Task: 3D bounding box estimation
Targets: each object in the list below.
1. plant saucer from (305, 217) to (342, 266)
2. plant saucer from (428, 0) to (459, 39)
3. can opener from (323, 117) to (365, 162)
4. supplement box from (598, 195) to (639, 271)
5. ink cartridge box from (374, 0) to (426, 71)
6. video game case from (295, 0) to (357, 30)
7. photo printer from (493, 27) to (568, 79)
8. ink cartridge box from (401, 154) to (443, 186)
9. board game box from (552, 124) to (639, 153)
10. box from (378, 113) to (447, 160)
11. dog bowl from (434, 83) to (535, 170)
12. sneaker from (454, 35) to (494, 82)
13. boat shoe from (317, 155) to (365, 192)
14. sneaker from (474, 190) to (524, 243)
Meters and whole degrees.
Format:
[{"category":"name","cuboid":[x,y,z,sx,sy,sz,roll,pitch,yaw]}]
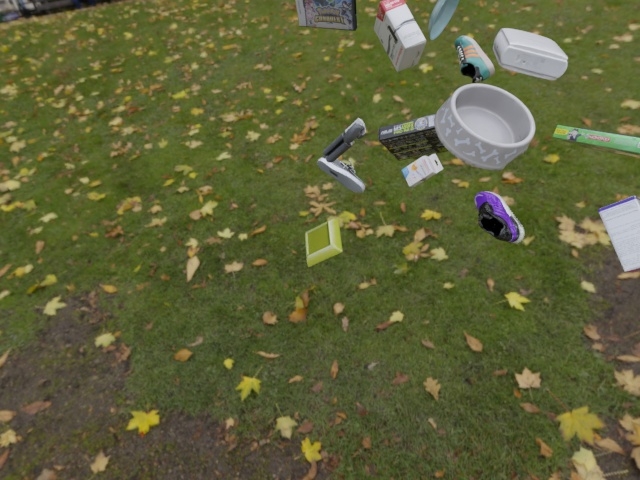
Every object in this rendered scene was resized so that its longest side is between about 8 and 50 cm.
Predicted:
[{"category":"plant saucer","cuboid":[0.000,0.000,1.855,0.188,0.045,0.188,-26,50,27]},{"category":"plant saucer","cuboid":[0.444,-0.835,1.521,0.037,0.194,0.195,38,48,13]},{"category":"can opener","cuboid":[0.093,-0.440,1.856,0.095,0.075,0.283,-16,-11,-41]},{"category":"supplement box","cuboid":[1.008,-0.016,1.342,0.111,0.219,0.114,8,-27,-42]},{"category":"ink cartridge box","cuboid":[0.378,-0.991,2.009,0.114,0.272,0.197,-25,-9,-6]},{"category":"video game case","cuboid":[0.018,-1.041,1.801,0.275,0.248,0.035,13,60,16]},{"category":"photo printer","cuboid":[0.855,-0.781,1.725,0.256,0.107,0.307,16,41,2]},{"category":"ink cartridge box","cuboid":[0.523,-0.365,2.146,0.181,0.104,0.062,-32,-17,33]},{"category":"board game box","cuboid":[0.976,-0.314,1.374,0.214,0.046,0.317,5,19,-32]},{"category":"box","cuboid":[0.398,-0.410,1.674,0.270,0.060,0.216,-6,-16,32]},{"category":"dog bowl","cuboid":[0.584,-0.411,1.466,0.350,0.102,0.348,5,58,-8]},{"category":"sneaker","cuboid":[0.747,-0.919,2.114,0.121,0.108,0.302,-26,62,2]},{"category":"boat shoe","cuboid":[0.127,-0.361,2.189,0.306,0.113,0.105,35,70,27]},{"category":"sneaker","cuboid":[0.707,-0.107,1.734,0.146,0.102,0.293,-1,43,-23]}]
